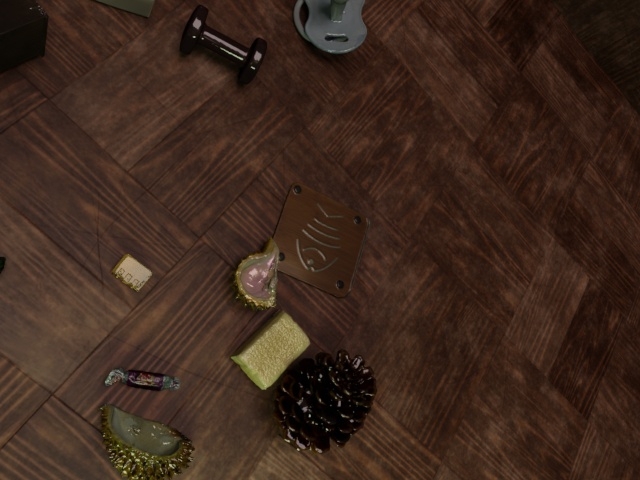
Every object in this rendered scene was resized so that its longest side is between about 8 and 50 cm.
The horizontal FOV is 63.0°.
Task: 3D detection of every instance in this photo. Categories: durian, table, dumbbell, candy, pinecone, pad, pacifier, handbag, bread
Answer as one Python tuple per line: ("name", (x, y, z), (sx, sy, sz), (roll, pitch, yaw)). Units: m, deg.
("durian", (-0.397, 0.465, 1.184), (0.252, 0.144, 0.139), (22, 47, -17))
("table", (-0.759, -0.487, 1.174), (0.169, 0.172, 0.193), (50, 57, -9))
("dumbbell", (-0.272, -0.548, 1.472), (0.226, 0.140, 0.123), (23, 58, -23))
("candy", (-0.417, 0.332, 1.237), (0.175, 0.043, 0.045), (18, 69, -28))
("pinecone", (0.017, 0.392, 1.315), (0.247, 0.292, 0.246), (23, 40, -20))
("pad", (0.000, 0.000, 1.559), (0.287, 0.018, 0.283), (26, 67, -20))
("pacifier", (0.040, -0.746, 1.646), (0.239, 0.226, 0.286), (4, 74, -9))
("durian", (-0.169, 0.090, 1.415), (0.141, 0.078, 0.224), (22, 57, -9))
("handbag", (-0.462, 0.080, 1.281), (0.083, 0.027, 0.061), (42, 62, -15))
("bread", (-0.127, 0.289, 1.389), (0.188, 0.068, 0.125), (-43, 99, -30))

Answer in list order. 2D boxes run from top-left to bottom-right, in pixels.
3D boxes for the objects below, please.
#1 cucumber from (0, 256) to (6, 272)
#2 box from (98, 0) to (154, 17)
("cucumber", (-0.780, 0.096, 1.084), (0.245, 0.067, 0.067), (-25, 90, -32))
("box", (-0.540, -0.758, 1.401), (0.203, 0.106, 0.251), (11, 74, -28))
